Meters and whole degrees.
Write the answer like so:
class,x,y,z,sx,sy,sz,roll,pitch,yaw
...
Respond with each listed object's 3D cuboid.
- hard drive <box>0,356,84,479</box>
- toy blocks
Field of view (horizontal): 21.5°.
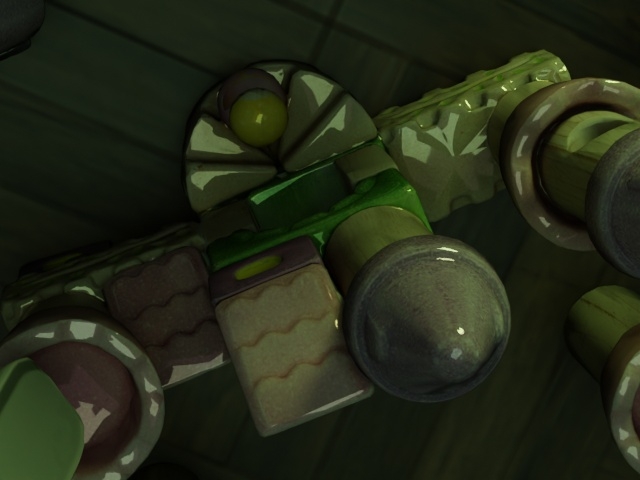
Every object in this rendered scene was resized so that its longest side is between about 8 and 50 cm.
class,x,y,z,sx,sy,sz,roll,pitch,yaw
hard drive,-0.221,0.160,0.495,0.308,0.203,0.040,-30,107,16
toy blocks,0.000,0.000,0.605,0.289,0.260,0.309,-22,104,-2
